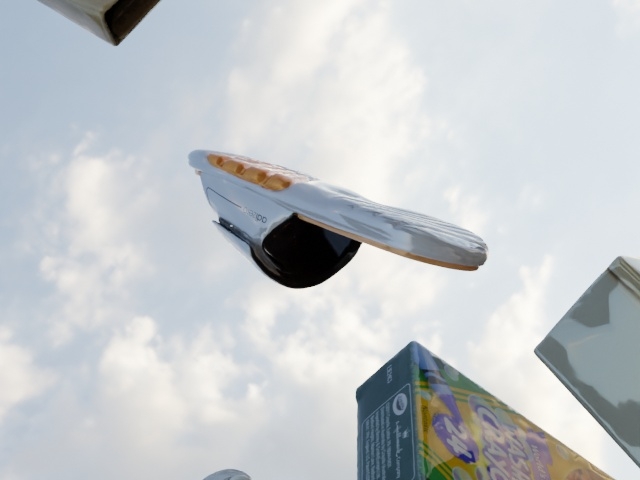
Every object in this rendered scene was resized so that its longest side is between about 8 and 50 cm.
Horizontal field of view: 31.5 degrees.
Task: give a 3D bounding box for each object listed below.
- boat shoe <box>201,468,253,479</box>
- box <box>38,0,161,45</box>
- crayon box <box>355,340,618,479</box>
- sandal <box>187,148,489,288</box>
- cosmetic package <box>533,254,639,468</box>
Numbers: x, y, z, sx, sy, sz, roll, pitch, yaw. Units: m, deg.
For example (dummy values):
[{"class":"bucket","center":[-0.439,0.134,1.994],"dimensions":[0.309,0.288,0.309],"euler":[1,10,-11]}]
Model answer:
[{"class":"boat shoe","center":[-0.057,0.174,0.658],"dimensions":[0.095,0.258,0.084],"euler":[38,-123,-39]},{"class":"box","center":[-0.106,-0.186,0.508],"dimensions":[0.164,0.201,0.021],"euler":[-50,-29,-14]},{"class":"crayon box","center":[0.177,0.250,0.972],"dimensions":[0.323,0.203,0.083],"euler":[36,-63,-20]},{"class":"sandal","center":[-0.007,-0.001,0.747],"dimensions":[0.102,0.265,0.076],"euler":[10,-81,-41]},{"class":"cosmetic package","center":[0.329,0.157,0.875],"dimensions":[0.160,0.309,0.113],"euler":[4,-52,-55]}]
